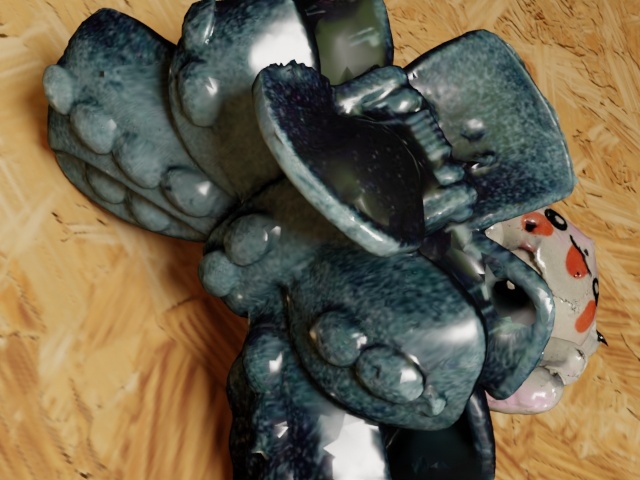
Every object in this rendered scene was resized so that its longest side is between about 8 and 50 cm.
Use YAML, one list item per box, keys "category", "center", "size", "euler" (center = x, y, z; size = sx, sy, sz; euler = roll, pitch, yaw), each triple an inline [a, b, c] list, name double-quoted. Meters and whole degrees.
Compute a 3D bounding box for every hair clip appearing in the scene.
- category: "hair clip"
  center: [0.002, -0.006, 0.554]
  size: [0.194, 0.206, 0.310]
  euler: [-18, 75, -45]

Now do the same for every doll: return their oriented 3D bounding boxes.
- category: "doll"
  center: [0.124, 0.042, 0.726]
  size: [0.149, 0.095, 0.192]
  euler: [58, 37, 0]
